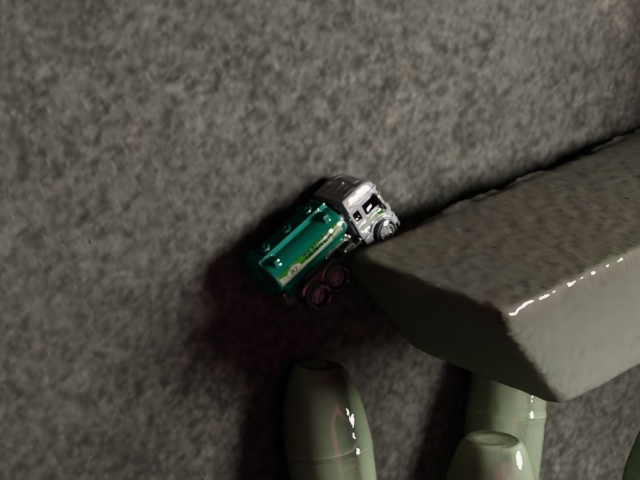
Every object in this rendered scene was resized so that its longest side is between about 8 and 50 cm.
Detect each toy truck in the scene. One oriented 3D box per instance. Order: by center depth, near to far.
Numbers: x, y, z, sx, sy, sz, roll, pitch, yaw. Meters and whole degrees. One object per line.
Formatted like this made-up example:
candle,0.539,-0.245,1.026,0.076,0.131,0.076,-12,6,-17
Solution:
toy truck,0.000,0.000,1.028,0.083,0.039,0.044,-43,125,-22

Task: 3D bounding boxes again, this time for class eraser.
eraser,0.173,0.004,1.095,0.352,0.111,0.077,-21,121,-40

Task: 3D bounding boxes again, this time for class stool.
stool,0.091,0.168,1.057,0.195,0.195,0.198,-9,108,-36
